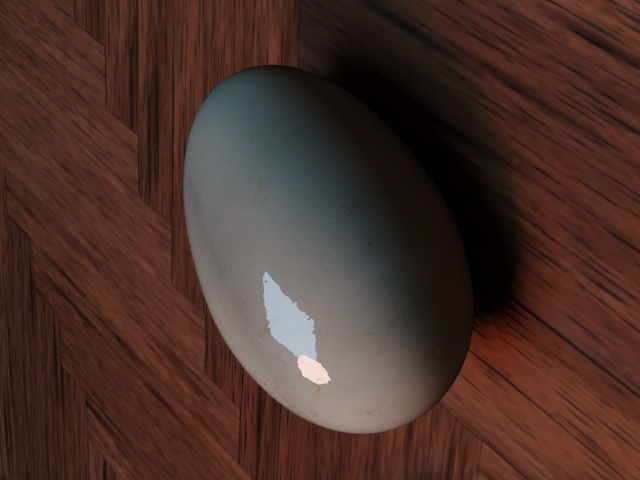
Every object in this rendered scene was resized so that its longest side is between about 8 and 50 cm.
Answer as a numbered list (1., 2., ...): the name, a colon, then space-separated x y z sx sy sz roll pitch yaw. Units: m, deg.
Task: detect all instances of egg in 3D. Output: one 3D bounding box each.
1. egg: 0.000 0.000 1.450 0.371 0.230 0.230 64 150 29
